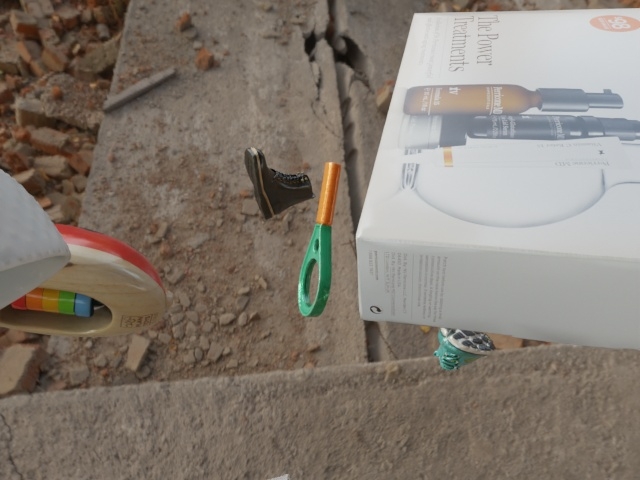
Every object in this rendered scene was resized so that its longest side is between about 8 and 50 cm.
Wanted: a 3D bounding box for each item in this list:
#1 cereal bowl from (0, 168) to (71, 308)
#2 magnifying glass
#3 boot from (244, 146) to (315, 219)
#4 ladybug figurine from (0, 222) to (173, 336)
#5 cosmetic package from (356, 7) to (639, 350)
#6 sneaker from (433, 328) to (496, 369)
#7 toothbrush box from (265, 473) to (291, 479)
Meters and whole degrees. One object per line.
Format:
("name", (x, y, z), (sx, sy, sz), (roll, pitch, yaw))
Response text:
("cereal bowl", (-0.346, 0.032, 0.303), (0.339, 0.339, 0.141), (-32, 97, -31))
("magnifying glass", (0.000, 0.000, 0.763), (0.026, 0.092, 0.230), (10, 93, -20))
("boot", (-0.088, -0.146, 1.158), (0.137, 0.197, 0.076), (-23, 55, -11))
("ladybug figurine", (-0.530, 0.076, 1.056), (0.450, 0.305, 0.161), (12, 51, -19))
("cosmetic package", (0.203, -0.088, 0.448), (0.285, 0.097, 0.377), (6, 45, 12))
("sneaker", (0.286, 0.221, 1.046), (0.110, 0.275, 0.107), (-49, 64, 5))
("toothbrush box", (-0.124, 0.297, 0.301), (0.284, 0.122, 0.206), (-16, 93, -1))
